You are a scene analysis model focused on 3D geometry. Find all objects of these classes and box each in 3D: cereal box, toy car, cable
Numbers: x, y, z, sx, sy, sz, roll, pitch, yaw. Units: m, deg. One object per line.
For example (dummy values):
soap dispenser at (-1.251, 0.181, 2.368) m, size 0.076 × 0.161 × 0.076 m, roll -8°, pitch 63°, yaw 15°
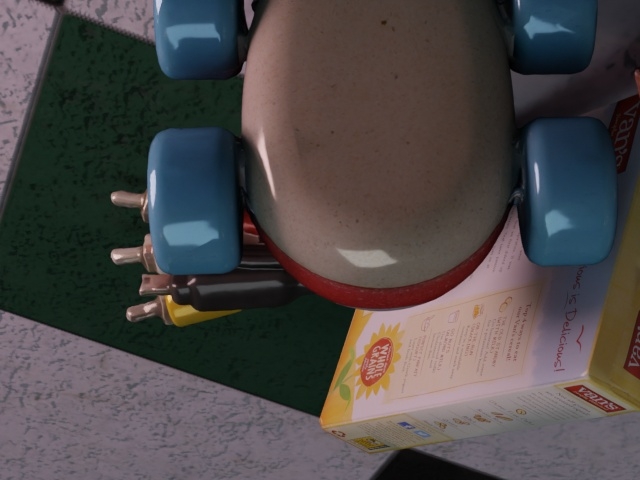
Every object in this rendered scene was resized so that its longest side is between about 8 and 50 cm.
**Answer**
cereal box at (0.103, 0.023, 0.893) m, size 0.047 × 0.173 × 0.240 m, roll 31°, pitch 154°, yaw -25°
toy car at (0.031, -0.037, 0.872) m, size 0.219 × 0.210 × 0.238 m, roll -2°, pitch 156°, yaw 1°
cable at (0.000, 0.000, 1.060) m, size 0.287 × 0.072 × 0.139 m, roll -3°, pitch 126°, yaw 1°

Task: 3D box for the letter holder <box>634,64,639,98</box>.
letter holder at (0.288, 0.051, 0.735) m, size 0.152 × 0.214 × 0.302 m, roll -27°, pitch 124°, yaw -10°
